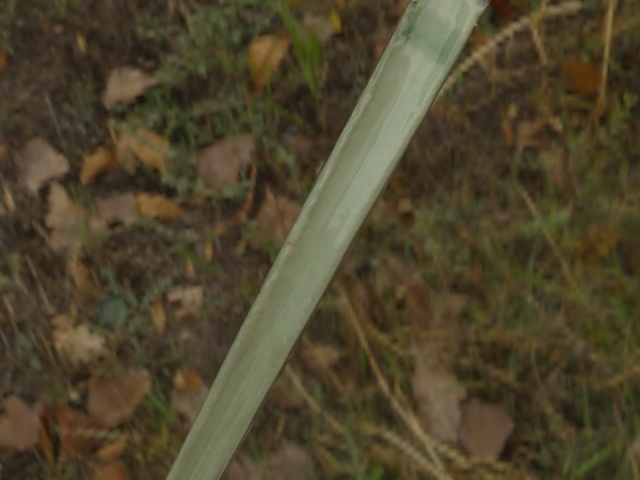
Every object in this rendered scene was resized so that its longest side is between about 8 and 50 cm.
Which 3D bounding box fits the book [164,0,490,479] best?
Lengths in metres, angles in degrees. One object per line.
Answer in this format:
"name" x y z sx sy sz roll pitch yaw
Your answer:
"book" 0.000 0.000 0.723 0.025 0.282 0.215 28 21 -1
